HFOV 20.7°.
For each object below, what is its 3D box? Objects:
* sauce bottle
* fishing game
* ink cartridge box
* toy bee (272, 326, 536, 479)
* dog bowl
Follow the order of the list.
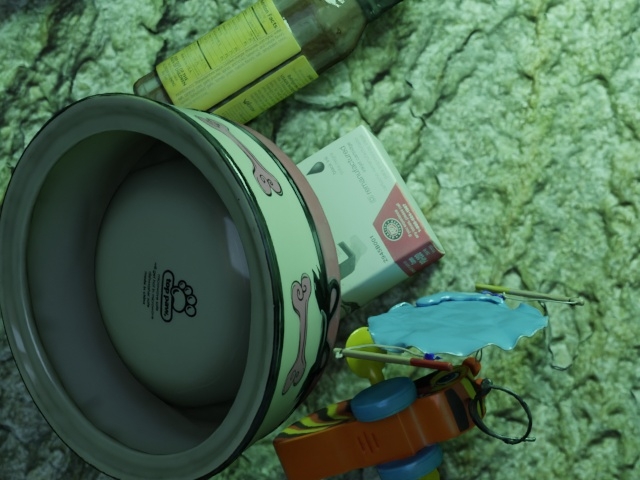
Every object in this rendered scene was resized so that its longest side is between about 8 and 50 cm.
[{"bbox_3d":[-0.039,-0.219,1.948,0.344,0.111,0.111,-30,75,4],"label":"sauce bottle"},{"bbox_3d":[0.136,0.093,1.779,0.189,0.264,0.041,6,107,34],"label":"fishing game"},{"bbox_3d":[0.000,0.000,1.908,0.218,0.092,0.159,-32,74,7],"label":"ink cartridge box"},{"bbox_3d":[0.109,0.190,1.838,0.298,0.162,0.195,7,113,26],"label":"toy bee"},{"bbox_3d":[-0.151,0.045,1.823,0.408,0.150,0.408,8,102,39],"label":"dog bowl"}]
